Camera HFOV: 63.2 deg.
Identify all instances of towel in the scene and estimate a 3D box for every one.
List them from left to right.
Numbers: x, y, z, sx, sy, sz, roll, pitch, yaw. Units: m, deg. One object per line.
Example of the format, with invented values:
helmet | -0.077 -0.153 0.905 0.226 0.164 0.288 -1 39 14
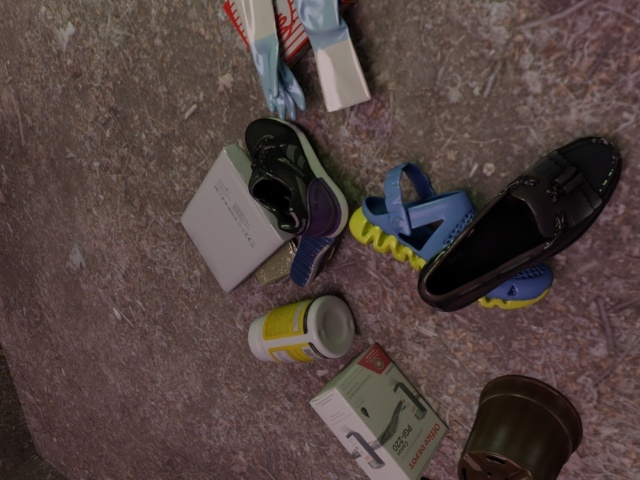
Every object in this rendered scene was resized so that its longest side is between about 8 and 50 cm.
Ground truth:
towel | -0.100 0.030 1.068 0.148 0.027 0.110 -28 93 43

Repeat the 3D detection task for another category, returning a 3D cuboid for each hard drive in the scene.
hard drive | -0.180 -0.030 1.047 0.203 0.040 0.307 57 144 4

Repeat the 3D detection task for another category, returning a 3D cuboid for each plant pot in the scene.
plant pot | 0.303 0.328 0.812 0.166 0.165 0.167 17 122 30

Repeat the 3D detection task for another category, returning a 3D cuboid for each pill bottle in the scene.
pill bottle | -0.044 0.184 1.040 0.208 0.119 0.119 -18 100 42

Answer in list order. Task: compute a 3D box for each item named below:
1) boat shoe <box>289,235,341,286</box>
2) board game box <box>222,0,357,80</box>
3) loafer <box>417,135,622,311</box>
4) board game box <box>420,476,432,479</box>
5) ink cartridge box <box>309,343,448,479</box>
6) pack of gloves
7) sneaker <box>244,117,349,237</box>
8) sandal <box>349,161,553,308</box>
boat shoe | 0.000 0.000 0.947 0.066 0.066 0.183 41 124 19
board game box | -0.054 -0.371 0.817 0.193 0.045 0.147 -32 91 43
loafer | 0.246 -0.015 0.643 0.302 0.095 0.109 -42 74 11
board game box | 0.231 0.612 1.104 0.136 0.030 0.260 0 112 35
ink cartridge box | 0.112 0.328 0.964 0.218 0.158 0.092 51 132 5
pack of gloves | -0.044 -0.298 0.785 0.195 0.046 0.232 -5 111 39
sneaker | -0.073 -0.119 0.867 0.283 0.124 0.107 51 127 32
sandal | 0.188 -0.013 0.764 0.317 0.126 0.138 28 122 23
